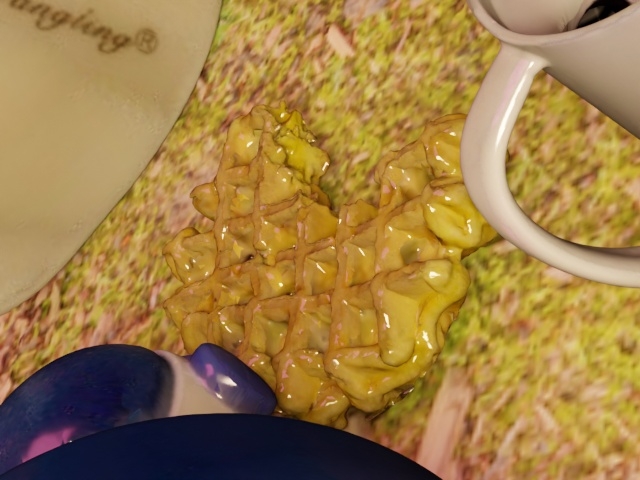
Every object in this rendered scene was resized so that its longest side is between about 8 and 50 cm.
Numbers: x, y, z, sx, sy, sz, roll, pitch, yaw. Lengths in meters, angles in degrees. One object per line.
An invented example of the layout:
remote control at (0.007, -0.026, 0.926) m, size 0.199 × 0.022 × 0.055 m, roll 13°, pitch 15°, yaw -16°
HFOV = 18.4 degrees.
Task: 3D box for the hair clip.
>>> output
hair clip at (-0.152, -0.103, 1.042) m, size 0.282 × 0.172 × 0.113 m, roll -66°, pitch 27°, yaw 5°

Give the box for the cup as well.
cup at (0.137, -0.073, 0.667) m, size 0.134 × 0.142 × 0.174 m, roll -12°, pitch 55°, yaw 45°

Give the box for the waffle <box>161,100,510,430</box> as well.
waffle at (0.003, 0.002, 0.854) m, size 0.194 × 0.051 × 0.149 m, roll 29°, pitch 91°, yaw 57°

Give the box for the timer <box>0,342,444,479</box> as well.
timer at (-0.055, 0.147, 0.679) m, size 0.270 × 0.270 × 0.383 m, roll -54°, pitch 21°, yaw 6°
